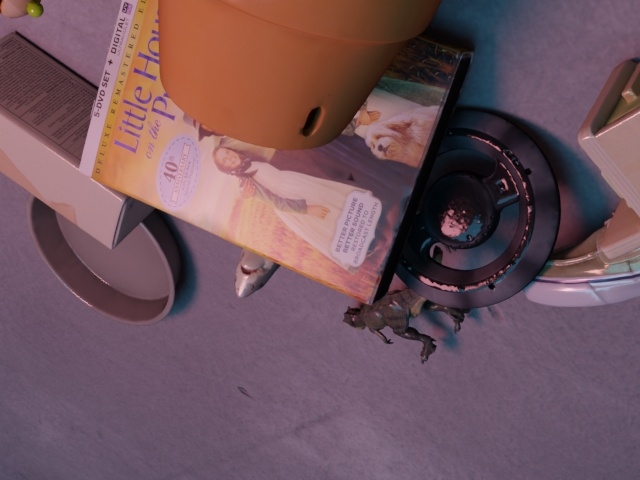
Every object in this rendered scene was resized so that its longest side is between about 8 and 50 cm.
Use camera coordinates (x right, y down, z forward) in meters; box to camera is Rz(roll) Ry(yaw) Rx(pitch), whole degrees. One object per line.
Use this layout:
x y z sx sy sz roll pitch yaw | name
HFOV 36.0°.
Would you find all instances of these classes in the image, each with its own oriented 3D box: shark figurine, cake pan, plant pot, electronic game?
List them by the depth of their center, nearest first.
-0.038 -0.226 0.970 0.290 0.291 0.204 28 124 12 | plant pot
0.164 -0.035 1.137 0.229 0.048 0.229 3 96 30 | electronic game
0.020 -0.021 1.300 0.278 0.166 0.116 -15 153 14 | shark figurine
-0.344 0.009 1.590 0.293 0.054 0.293 19 134 21 | cake pan

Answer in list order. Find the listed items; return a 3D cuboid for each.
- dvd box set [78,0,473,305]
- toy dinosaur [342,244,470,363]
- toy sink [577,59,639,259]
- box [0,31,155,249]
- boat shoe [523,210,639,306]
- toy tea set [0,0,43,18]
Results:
-0.068 -0.146 1.160 0.420 0.062 0.308 24 106 17 | dvd box set
0.124 0.097 1.317 0.118 0.064 0.268 34 145 -11 | toy dinosaur
0.341 -0.110 0.934 0.131 0.153 0.234 48 138 -9 | toy sink
-0.371 -0.144 1.412 0.311 0.148 0.121 36 138 6 | box
0.357 0.003 1.072 0.302 0.109 0.094 -13 101 32 | boat shoe
-0.288 -0.381 1.111 0.124 0.200 0.336 44 138 7 | toy tea set
